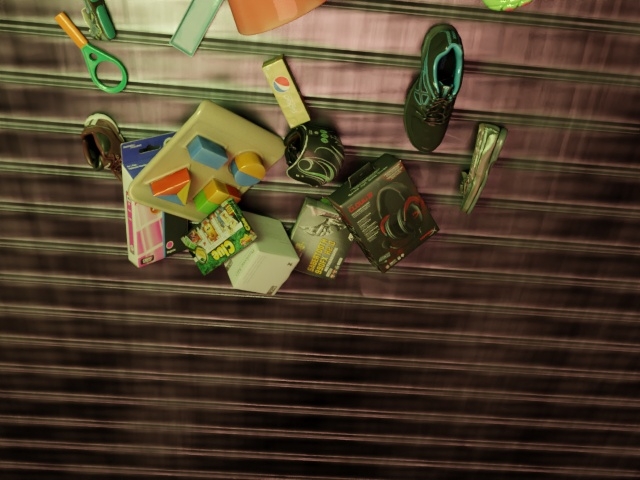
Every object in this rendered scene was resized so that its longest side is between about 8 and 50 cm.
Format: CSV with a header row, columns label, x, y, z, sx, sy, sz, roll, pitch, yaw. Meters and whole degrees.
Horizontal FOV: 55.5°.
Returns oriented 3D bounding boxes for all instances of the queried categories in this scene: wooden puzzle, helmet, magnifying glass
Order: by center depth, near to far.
label,x,y,z,sx,sy,sz,roll,pitch,yaw
magnifying glass,-0.597,-0.487,1.583,0.092,0.026,0.231,-30,119,17
wooden puzzle,-0.296,-0.182,1.655,0.348,0.081,0.322,-44,144,21
helmet,-0.013,-0.231,1.669,0.161,0.169,0.169,18,122,-34

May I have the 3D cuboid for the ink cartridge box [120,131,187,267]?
label,x,y,z,sx,sy,sz,roll,pitch,yaw
ink cartridge box,-0.467,-0.113,1.734,0.175,0.069,0.371,-24,130,-40

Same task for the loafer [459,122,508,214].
label,x,y,z,sx,sy,sz,roll,pitch,yaw
loafer,0.446,-0.207,1.742,0.084,0.096,0.268,23,113,8

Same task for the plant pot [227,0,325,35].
label,x,y,z,sx,sy,sz,roll,pitch,yaw
plant pot,-0.117,-0.632,1.346,0.274,0.275,0.243,-21,124,12

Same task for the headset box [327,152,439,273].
label,x,y,z,sx,sy,sz,roll,pitch,yaw
headset box,0.176,-0.089,1.747,0.218,0.110,0.293,-37,117,-5

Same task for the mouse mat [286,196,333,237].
label,x,y,z,sx,sy,sz,roll,pitch,yaw
mouse mat,0.004,-0.034,1.878,0.152,0.007,0.189,37,115,-21

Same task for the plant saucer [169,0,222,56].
label,x,y,z,sx,sy,sz,roll,pitch,yaw
plant saucer,-0.311,-0.565,1.542,0.067,0.018,0.192,29,118,-17

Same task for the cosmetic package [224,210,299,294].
label,x,y,z,sx,sy,sz,roll,pitch,yaw
cosmetic package,-0.185,0.037,1.791,0.151,0.184,0.151,14,123,-38

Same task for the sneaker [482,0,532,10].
label,x,y,z,sx,sy,sz,roll,pitch,yaw
sneaker,0.555,-0.726,1.360,0.482,0.185,0.202,-36,120,18

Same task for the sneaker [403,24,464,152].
label,x,y,z,sx,sy,sz,roll,pitch,yaw
sneaker,0.297,-0.378,1.593,0.124,0.140,0.341,1,123,-4

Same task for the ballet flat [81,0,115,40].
label,x,y,z,sx,sy,sz,roll,pitch,yaw
ballet flat,-0.570,-0.586,1.501,0.070,0.070,0.189,-7,118,3

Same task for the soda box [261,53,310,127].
label,x,y,z,sx,sy,sz,roll,pitch,yaw
soda box,-0.090,-0.398,1.624,0.061,0.058,0.181,-21,119,11

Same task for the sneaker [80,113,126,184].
label,x,y,z,sx,sy,sz,roll,pitch,yaw
sneaker,-0.565,-0.202,1.675,0.106,0.163,0.281,-29,117,16

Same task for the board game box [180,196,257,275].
label,x,y,z,sx,sy,sz,roll,pitch,yaw
board game box,-0.294,-0.006,1.738,0.259,0.030,0.136,-33,92,41

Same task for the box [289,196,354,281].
label,x,y,z,sx,sy,sz,roll,pitch,yaw
box,0.000,0.000,1.861,0.182,0.056,0.231,18,119,-13
